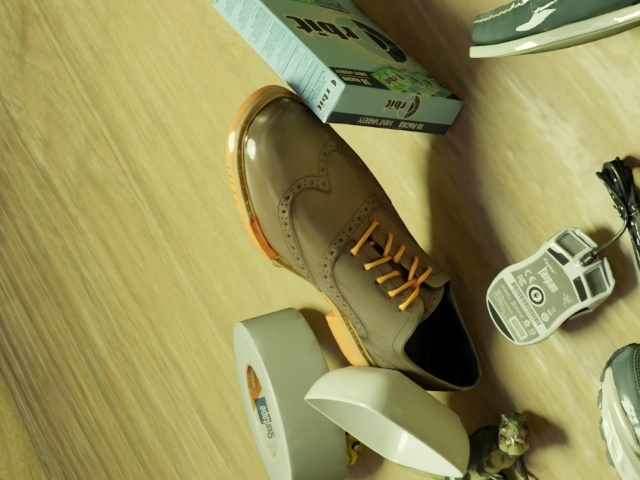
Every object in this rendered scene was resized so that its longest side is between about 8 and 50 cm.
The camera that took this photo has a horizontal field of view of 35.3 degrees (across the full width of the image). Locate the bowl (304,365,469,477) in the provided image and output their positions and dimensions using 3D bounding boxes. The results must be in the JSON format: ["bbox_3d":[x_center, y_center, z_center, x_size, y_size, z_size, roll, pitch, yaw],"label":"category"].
[{"bbox_3d":[0.070,0.168,0.968,0.142,0.053,0.142,38,161,-21],"label":"bowl"}]

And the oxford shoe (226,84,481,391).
[{"bbox_3d":[0.046,0.007,0.898,0.133,0.130,0.363,18,153,46],"label":"oxford shoe"}]

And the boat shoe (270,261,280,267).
[{"bbox_3d":[0.000,0.000,1.106,0.178,0.060,0.064,-29,81,59],"label":"boat shoe"}]

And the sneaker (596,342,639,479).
[{"bbox_3d":[0.309,0.182,0.697,0.122,0.110,0.283,-45,69,37],"label":"sneaker"}]

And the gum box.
[{"bbox_3d":[0.016,-0.167,0.896,0.184,0.157,0.041,50,123,32],"label":"gum box"}]

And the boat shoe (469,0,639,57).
[{"bbox_3d":[0.193,-0.177,0.669,0.254,0.095,0.079,-7,101,57],"label":"boat shoe"}]

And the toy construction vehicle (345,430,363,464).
[{"bbox_3d":[0.038,0.208,1.186,0.086,0.035,0.098,43,130,38],"label":"toy construction vehicle"}]

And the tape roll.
[{"bbox_3d":[-0.040,0.195,1.210,0.219,0.072,0.219,165,90,-74],"label":"tape roll"}]

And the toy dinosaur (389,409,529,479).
[{"bbox_3d":[0.149,0.245,1.000,0.268,0.064,0.118,-40,57,58],"label":"toy dinosaur"}]

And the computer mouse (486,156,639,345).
[{"bbox_3d":[0.205,0.022,0.812,0.106,0.042,0.193,59,142,11],"label":"computer mouse"}]
